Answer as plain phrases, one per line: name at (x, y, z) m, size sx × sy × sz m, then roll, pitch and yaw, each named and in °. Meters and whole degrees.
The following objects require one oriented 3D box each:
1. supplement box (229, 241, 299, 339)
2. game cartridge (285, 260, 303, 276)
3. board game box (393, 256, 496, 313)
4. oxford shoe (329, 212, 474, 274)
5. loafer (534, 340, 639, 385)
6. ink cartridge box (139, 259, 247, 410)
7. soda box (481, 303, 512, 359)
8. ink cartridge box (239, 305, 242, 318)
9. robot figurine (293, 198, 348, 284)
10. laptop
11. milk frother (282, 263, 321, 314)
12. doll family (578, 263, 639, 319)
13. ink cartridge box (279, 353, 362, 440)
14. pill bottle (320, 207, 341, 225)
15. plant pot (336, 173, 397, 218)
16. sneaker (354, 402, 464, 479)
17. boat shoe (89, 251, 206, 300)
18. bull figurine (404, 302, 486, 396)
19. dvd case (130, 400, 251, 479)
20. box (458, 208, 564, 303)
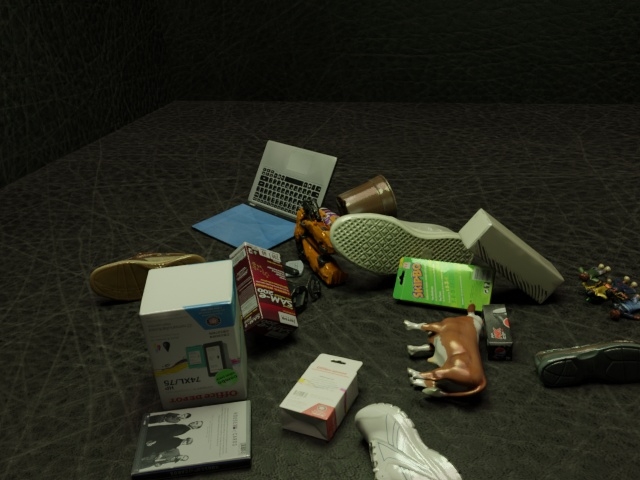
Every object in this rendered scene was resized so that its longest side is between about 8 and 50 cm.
supplement box at (-0.149, 0.130, 1.717) m, size 0.130 × 0.073 × 0.239 m, roll 21°, pitch 41°, yaw -42°
game cartridge at (-0.079, 0.088, 2.030) m, size 0.056 × 0.017 × 0.083 m, roll -8°, pitch 26°, yaw 3°
board game box at (0.333, 0.119, 1.783) m, size 0.260 × 0.039 × 0.124 m, roll 8°, pitch 72°, yaw 21°
oxford shoe at (0.226, 0.009, 1.898) m, size 0.450 × 0.169 × 0.130 m, roll 7°, pitch 18°, yaw -21°
loafer at (0.611, 0.259, 1.462) m, size 0.268 × 0.096 × 0.084 m, roll -6°, pitch 20°, yaw 4°
ink cartridge box at (-0.282, 0.217, 1.523) m, size 0.198 × 0.270 × 0.197 m, roll -8°, pitch 28°, yaw -4°
soda box at (0.431, 0.222, 1.613) m, size 0.060 × 0.053 × 0.169 m, roll -2°, pitch 27°, yaw 9°
ink cartridge box at (-0.278, 0.166, 1.857) m, size 0.104 × 0.061 × 0.181 m, roll -25°, pitch 32°, yaw -33°
robot figurine at (0.000, 0.000, 2.001) m, size 0.085 × 0.211 × 0.291 m, roll -2°, pitch 30°, yaw -24°
laptop at (-0.201, -0.167, 2.338) m, size 0.382 × 0.407 × 0.236 m, roll 21°, pitch 3°, yaw 42°
milk frother at (-0.088, 0.139, 1.859) m, size 0.135 × 0.129 × 0.143 m, roll 15°, pitch -10°, yaw 35°
doll family at (0.746, 0.135, 1.704) m, size 0.111 × 0.076 × 0.193 m, roll -16°, pitch 31°, yaw -29°
ink cartridge box at (0.009, 0.338, 1.449) m, size 0.115 × 0.067 × 0.198 m, roll 9°, pitch 31°, yaw 26°
pill bottle at (0.020, -0.044, 2.171) m, size 0.108 × 0.108 × 0.193 m, roll -18°, pitch 29°, yaw -24°
plant pot at (0.152, -0.123, 2.261) m, size 0.165 × 0.167 × 0.167 m, roll -20°, pitch 29°, yaw -11°
sneaker at (0.142, 0.412, 1.235) m, size 0.129 × 0.111 × 0.297 m, roll -24°, pitch 30°, yaw -21°
boat shoe at (-0.523, 0.095, 2.003) m, size 0.342 × 0.123 × 0.123 m, roll -12°, pitch 18°, yaw -20°
bull figurine at (0.295, 0.251, 1.533) m, size 0.189 × 0.101 × 0.310 m, roll -6°, pitch 24°, yaw 8°
dvd case at (-0.264, 0.417, 1.386) m, size 0.239 × 0.029 × 0.179 m, roll -6°, pitch 26°, yaw -3°
box at (0.502, 0.042, 1.737) m, size 0.275 × 0.094 × 0.113 m, roll 35°, pitch 19°, yaw -15°
